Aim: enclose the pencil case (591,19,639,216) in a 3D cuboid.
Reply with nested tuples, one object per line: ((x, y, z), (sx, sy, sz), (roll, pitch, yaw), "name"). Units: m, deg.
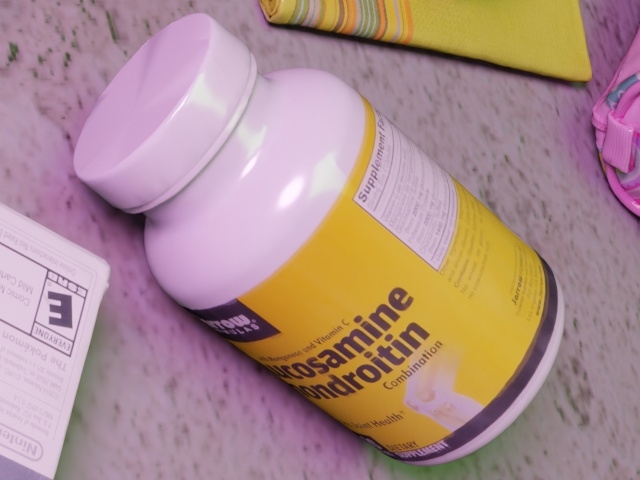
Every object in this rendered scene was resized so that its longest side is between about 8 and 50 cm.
((0.236, -0.134, 0.881), (0.124, 0.124, 0.284), (44, 46, -24), "pencil case")

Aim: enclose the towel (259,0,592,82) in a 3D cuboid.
((0.052, -0.138, 0.762), (0.237, 0.021, 0.102), (5, 73, -45), "towel")

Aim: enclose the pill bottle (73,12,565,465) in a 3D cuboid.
((0.000, 0.000, 0.582), (0.184, 0.103, 0.103), (39, 49, -27), "pill bottle")

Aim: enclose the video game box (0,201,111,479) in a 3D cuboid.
((-0.168, 0.047, 0.429), (0.205, 0.048, 0.187), (33, 51, -32), "video game box")
